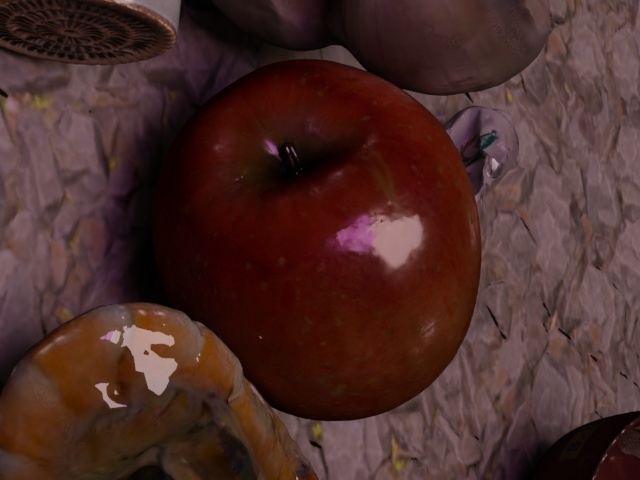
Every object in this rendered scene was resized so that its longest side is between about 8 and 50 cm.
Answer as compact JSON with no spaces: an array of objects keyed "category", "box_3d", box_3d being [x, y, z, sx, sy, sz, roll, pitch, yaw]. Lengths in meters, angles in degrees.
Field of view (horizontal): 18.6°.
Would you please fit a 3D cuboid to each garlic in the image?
[{"category":"garlic","box_3d":[0.034,-0.204,1.064,0.292,0.210,0.237,-29,129,-72]}]

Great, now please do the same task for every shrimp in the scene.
[{"category":"shrimp","box_3d":[-0.078,0.132,0.994,0.145,0.059,0.254,-41,136,-11]}]

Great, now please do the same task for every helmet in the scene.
[{"category":"helmet","box_3d":[0.190,0.193,1.331,0.175,0.106,0.155,-47,121,-42]}]

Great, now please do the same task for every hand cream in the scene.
[{"category":"hand cream","box_3d":[0.073,-0.015,1.226,0.257,0.084,0.050,-54,135,-46]}]

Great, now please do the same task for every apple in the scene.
[{"category":"apple","box_3d":[0.000,0.000,1.048,0.168,0.181,0.181,67,35,-58]}]

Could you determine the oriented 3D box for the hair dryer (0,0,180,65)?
[{"category":"hair dryer","box_3d":[-0.201,-0.209,0.874,0.357,0.107,0.173,17,70,-45]}]
